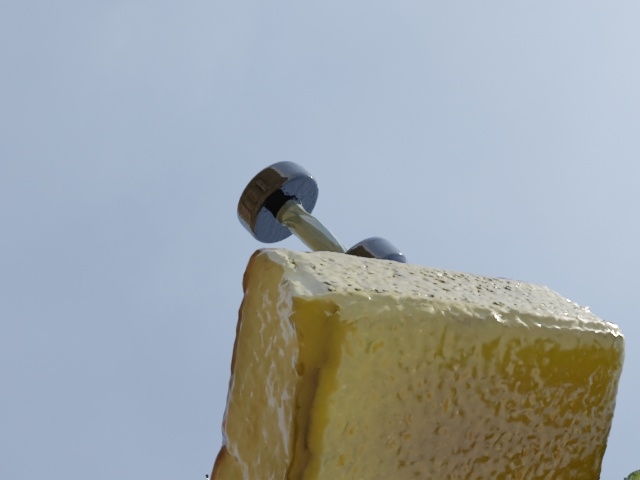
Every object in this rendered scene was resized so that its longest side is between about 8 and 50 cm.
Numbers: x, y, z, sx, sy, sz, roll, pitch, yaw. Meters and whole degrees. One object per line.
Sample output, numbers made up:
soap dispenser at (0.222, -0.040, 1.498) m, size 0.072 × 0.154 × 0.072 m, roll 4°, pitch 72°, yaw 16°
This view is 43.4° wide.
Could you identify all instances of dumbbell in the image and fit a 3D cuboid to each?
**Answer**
dumbbell at (0.000, 0.000, 0.887) m, size 0.191 × 0.100 × 0.100 m, roll 43°, pitch -61°, yaw 30°

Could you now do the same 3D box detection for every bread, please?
bread at (0.075, 0.186, 0.667) m, size 0.143 × 0.333 × 0.324 m, roll 22°, pitch -79°, yaw 60°

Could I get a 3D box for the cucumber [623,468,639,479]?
cucumber at (0.300, 0.281, 0.652) m, size 0.062 × 0.211 × 0.078 m, roll 36°, pitch -52°, yaw -18°
